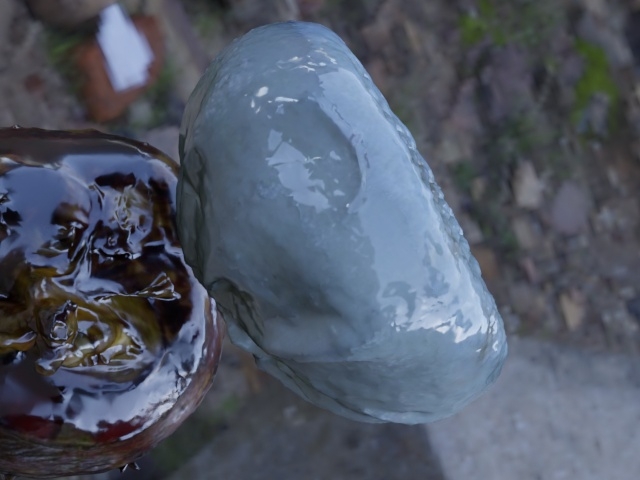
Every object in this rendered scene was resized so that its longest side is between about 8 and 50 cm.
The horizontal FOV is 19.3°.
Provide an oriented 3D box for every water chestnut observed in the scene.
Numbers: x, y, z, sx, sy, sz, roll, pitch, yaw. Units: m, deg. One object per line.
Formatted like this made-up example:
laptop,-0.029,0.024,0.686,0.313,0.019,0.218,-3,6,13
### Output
water chestnut,-0.236,0.053,1.621,0.335,0.347,0.335,2,83,-13

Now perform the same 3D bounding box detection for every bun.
bun,-0.002,-0.004,1.430,0.354,0.194,0.354,59,0,0
